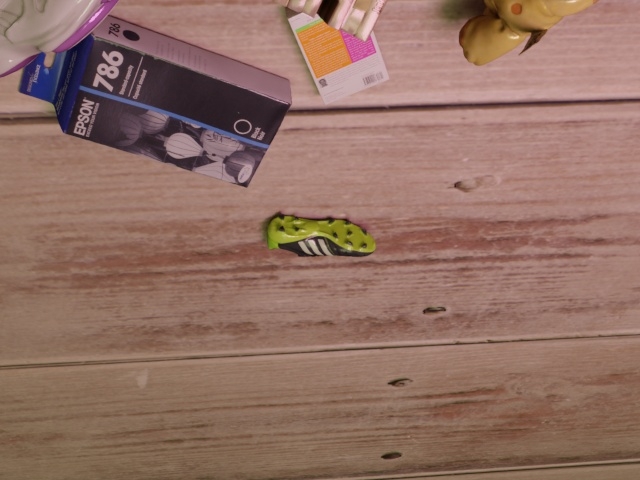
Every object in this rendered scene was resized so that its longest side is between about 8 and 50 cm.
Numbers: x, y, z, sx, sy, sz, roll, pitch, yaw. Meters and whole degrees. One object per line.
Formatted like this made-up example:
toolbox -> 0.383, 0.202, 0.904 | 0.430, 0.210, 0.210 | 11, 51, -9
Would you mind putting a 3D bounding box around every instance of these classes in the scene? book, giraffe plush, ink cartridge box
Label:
book -> 0.025, -0.253, 0.948 | 0.096, 0.035, 0.144 | -20, 135, 8
giraffe plush -> 0.208, -0.313, 0.831 | 0.181, 0.210, 0.170 | -30, 102, 27
ink cartridge box -> -0.220, -0.187, 0.966 | 0.333, 0.065, 0.165 | 16, 132, -20

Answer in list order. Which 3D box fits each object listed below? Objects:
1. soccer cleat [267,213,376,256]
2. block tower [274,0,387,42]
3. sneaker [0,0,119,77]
soccer cleat -> 0.000, 0.000, 1.192 | 0.179, 0.060, 0.072 | 10, 144, -7
block tower -> -0.085, -0.329, 0.793 | 0.335, 0.091, 0.097 | 20, 111, -21
sneaker -> -0.328, -0.273, 0.786 | 0.305, 0.114, 0.152 | -11, 130, 35
